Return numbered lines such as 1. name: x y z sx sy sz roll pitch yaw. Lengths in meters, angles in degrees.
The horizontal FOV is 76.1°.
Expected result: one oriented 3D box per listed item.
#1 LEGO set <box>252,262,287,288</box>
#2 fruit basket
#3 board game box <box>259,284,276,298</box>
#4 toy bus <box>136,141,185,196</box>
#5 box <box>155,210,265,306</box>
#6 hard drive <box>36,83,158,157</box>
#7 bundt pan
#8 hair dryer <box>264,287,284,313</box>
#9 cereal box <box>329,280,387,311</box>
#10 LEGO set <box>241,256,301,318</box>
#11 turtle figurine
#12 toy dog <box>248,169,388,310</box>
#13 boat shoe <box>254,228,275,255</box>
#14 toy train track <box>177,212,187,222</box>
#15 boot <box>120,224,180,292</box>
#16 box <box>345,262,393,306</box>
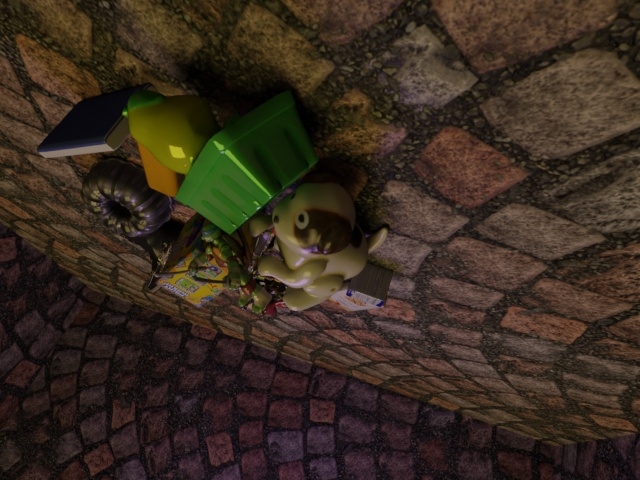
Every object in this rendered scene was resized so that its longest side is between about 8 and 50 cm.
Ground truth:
1. LEGO set: -0.209 0.175 1.899 0.183 0.060 0.244 8 157 13
2. fruit basket: -0.243 -0.224 0.961 0.392 0.283 0.392 28 143 24
3. board game box: -0.263 0.291 2.110 0.145 0.027 0.281 1 153 32
4. toy bus: -0.447 -0.238 1.205 0.108 0.130 0.332 23 153 -4
5. box: -0.362 0.023 1.372 0.177 0.289 0.279 36 131 -26
6. hard drive: -0.596 -0.314 1.087 0.319 0.210 0.040 3 147 31
7. bundt pan: -0.723 -0.135 1.508 0.331 0.124 0.330 8 138 8
8. hair dryer: -0.208 0.310 1.995 0.224 0.080 0.293 15 150 -20
9. cereal box: 0.139 0.240 1.743 0.173 0.047 0.240 35 150 -24
10. LEGO set: -0.176 0.227 1.710 0.331 0.192 0.255 24 144 -26
11. turtle figurine: -0.276 0.107 1.109 0.198 0.274 0.266 -19 124 26
12. toy dog: 0.000 0.000 1.133 0.396 0.284 0.408 -5 155 4
13. boat shoe: -0.205 0.005 1.527 0.069 0.081 0.227 26 150 1
14. toy train track: -0.568 -0.085 1.694 0.048 0.014 0.083 11 151 20
15. boot: -0.738 0.045 1.793 0.284 0.138 0.377 41 128 -7
16. box: 0.177 0.157 1.481 0.137 0.126 0.072 19 151 5
